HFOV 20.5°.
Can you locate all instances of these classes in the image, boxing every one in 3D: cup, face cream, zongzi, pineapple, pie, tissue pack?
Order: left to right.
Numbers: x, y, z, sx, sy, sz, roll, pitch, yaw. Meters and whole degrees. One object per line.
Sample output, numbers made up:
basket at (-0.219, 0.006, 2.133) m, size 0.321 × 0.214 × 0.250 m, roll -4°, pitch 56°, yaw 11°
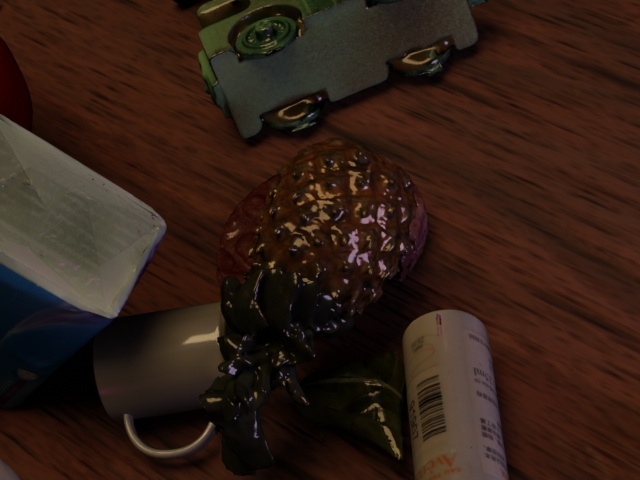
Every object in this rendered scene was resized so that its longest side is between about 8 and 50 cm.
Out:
tissue pack at (-0.296, 0.028, 1.659) m, size 0.263 × 0.198 × 0.146 m, roll -37°, pitch 24°, yaw 54°
cup at (-0.135, 0.132, 1.669) m, size 0.133 × 0.136 × 0.099 m, roll -10°, pitch 3°, yaw 12°
pineapple at (-0.021, 0.063, 1.590) m, size 0.141 × 0.170 × 0.310 m, roll 25°, pitch 62°, yaw 2°
pie at (0.000, 0.000, 1.762) m, size 0.218 × 0.054 × 0.204 m, roll -24°, pitch 44°, yaw 0°
zongzi at (0.024, 0.161, 1.589) m, size 0.109 × 0.055 × 0.119 m, roll -15°, pitch 40°, yaw 18°
face cream at (0.118, 0.181, 1.518) m, size 0.082 × 0.082 × 0.269 m, roll -13°, pitch 44°, yaw 9°

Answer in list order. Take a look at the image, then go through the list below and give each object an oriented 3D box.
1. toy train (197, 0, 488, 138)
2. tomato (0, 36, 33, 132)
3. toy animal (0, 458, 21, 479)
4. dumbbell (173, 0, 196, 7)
toy train at (0.022, -0.233, 1.927) m, size 0.326 × 0.129 × 0.159 m, roll -23°, pitch 38°, yaw 0°
tomato at (-0.429, -0.119, 1.913) m, size 0.226 × 0.298 × 0.299 m, roll 16°, pitch 41°, yaw -20°
toy animal at (-0.250, 0.287, 1.443) m, size 0.367 × 0.241 × 0.196 m, roll 25°, pitch 62°, yaw 38°
dumbbell at (-0.177, -0.315, 2.145) m, size 0.036 × 0.040 × 0.083 m, roll -55°, pitch 44°, yaw 12°
